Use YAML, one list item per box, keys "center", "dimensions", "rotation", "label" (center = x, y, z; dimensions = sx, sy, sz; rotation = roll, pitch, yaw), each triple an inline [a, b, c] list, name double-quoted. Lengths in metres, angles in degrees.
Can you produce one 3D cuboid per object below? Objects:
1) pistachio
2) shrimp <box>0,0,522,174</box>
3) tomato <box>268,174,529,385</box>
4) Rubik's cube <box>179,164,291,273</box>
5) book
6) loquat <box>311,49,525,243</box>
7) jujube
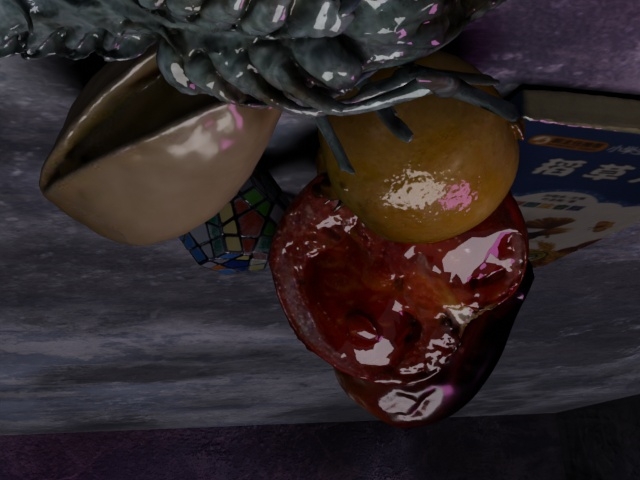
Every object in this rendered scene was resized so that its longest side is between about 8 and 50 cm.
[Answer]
- center: [-0.105, -0.072, 0.681]
  dimensions: [0.223, 0.126, 0.152]
  rotation: [-32, 174, 42]
  label: "pistachio"
- center: [-0.052, -0.122, 0.512]
  dimensions: [0.410, 0.166, 0.221]
  rotation: [5, 145, 13]
  label: "shrimp"
- center: [0.071, 0.002, 0.906]
  dimensions: [0.233, 0.200, 0.139]
  rotation: [-45, -173, 22]
  label: "tomato"
- center: [-0.080, -0.022, 0.925]
  dimensions: [0.093, 0.111, 0.111]
  rotation: [21, 163, 2]
  label: "Rubik's cube"
- center: [0.219, -0.043, 1.047]
  dimensions: [0.300, 0.039, 0.428]
  rotation: [2, 162, -22]
  label: "book"
- center: [0.069, -0.069, 0.735]
  dimensions: [0.163, 0.137, 0.163]
  rotation: [-12, 163, -4]
  label: "loquat"
- center: [0.122, 0.087, 1.057]
  dimensions: [0.236, 0.168, 0.168]
  rotation: [-44, 157, 4]
  label: "jujube"
